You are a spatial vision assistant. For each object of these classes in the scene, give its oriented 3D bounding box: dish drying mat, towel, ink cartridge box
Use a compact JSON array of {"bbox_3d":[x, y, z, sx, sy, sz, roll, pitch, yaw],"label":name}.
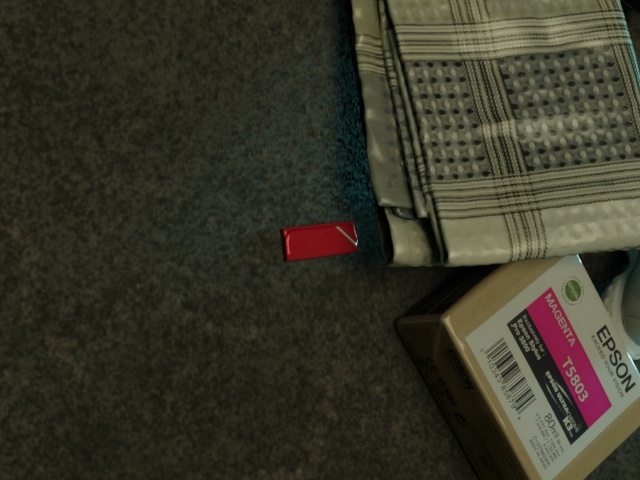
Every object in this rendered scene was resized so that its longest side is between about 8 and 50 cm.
[{"bbox_3d":[0.000,0.000,1.509,0.083,0.008,0.032,-7,89,-34],"label":"dish drying mat"},{"bbox_3d":[0.188,-0.128,1.553,0.324,0.056,0.312,-5,77,-20],"label":"towel"},{"bbox_3d":[0.213,0.129,1.587,0.193,0.088,0.235,-37,103,-30],"label":"ink cartridge box"}]

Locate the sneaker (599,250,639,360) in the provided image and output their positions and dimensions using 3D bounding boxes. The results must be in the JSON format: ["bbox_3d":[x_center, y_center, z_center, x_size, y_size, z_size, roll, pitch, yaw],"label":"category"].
[{"bbox_3d":[0.388,0.009,1.683,0.099,0.121,0.262,36,53,-25],"label":"sneaker"}]

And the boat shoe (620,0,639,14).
[{"bbox_3d":[0.274,-0.316,1.680,0.285,0.103,0.092,36,76,-26],"label":"boat shoe"}]
